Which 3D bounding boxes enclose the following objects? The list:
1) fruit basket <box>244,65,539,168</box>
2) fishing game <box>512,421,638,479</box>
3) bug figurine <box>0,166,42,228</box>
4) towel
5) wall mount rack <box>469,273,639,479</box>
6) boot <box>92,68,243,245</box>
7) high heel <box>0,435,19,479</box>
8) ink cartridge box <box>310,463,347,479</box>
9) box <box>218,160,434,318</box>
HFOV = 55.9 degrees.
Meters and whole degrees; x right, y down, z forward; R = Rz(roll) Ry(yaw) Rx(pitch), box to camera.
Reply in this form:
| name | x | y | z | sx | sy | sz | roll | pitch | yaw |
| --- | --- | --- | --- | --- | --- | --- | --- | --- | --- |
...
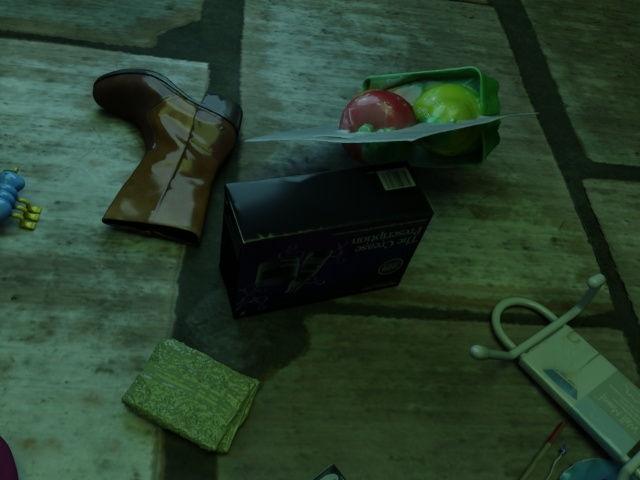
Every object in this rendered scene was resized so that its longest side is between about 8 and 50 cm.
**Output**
| name | x | y | z | sx | sy | sz | roll | pitch | yaw |
| --- | --- | --- | --- | --- | --- | --- | --- | --- | --- |
| fruit basket | 0.116 | -0.170 | 0.951 | 0.327 | 0.165 | 0.353 | 8 | 26 | 42 |
| fishing game | 0.371 | 0.354 | 0.734 | 0.189 | 0.041 | 0.264 | -33 | 65 | -34 |
| bug figurine | -0.544 | -0.029 | 0.820 | 0.279 | 0.072 | 0.216 | 2 | 52 | -10 |
| towel | -0.161 | 0.193 | 0.756 | 0.148 | 0.027 | 0.110 | 24 | 53 | 6 |
| wall mount rack | 0.349 | 0.188 | 0.784 | 0.304 | 0.130 | 0.350 | -23 | 55 | -31 |
| boot | -0.281 | -0.132 | 0.969 | 0.264 | 0.096 | 0.280 | 19 | 58 | -7 |
| high heel | -0.357 | 0.328 | 0.510 | 0.127 | 0.181 | 0.377 | 4 | 52 | -9 |
| ink cartridge box | 0.056 | 0.401 | 0.590 | 0.165 | 0.065 | 0.332 | -20 | 58 | -46 |
| box | 0.000 | 0.000 | 0.839 | 0.261 | 0.184 | 0.103 | -10 | 58 | -18 |
